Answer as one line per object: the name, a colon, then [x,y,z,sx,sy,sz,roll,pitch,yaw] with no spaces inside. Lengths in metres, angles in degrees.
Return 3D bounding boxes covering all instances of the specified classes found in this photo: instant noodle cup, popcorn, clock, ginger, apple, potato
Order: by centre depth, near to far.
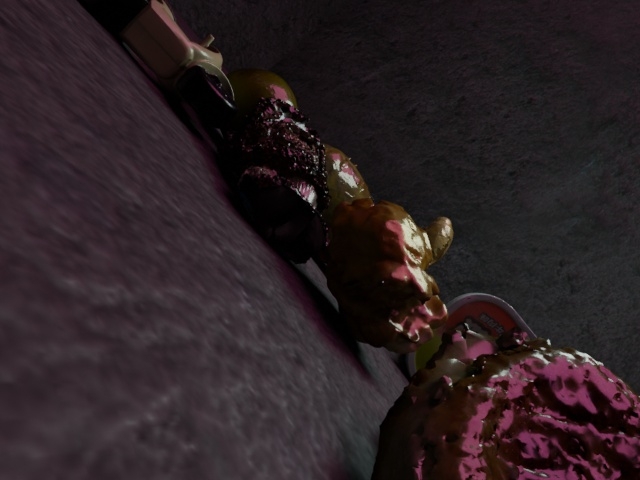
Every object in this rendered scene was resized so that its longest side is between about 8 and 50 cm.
popcorn: [0.092,0.060,0.860,0.191,0.190,0.254,26,44,-41]
clock: [-0.286,-0.370,0.935,0.379,0.120,0.276,49,10,-20]
apple: [-0.128,-0.255,1.082,0.196,0.156,0.197,162,-90,-80]
instant noodle cup: [0.334,0.271,1.232,0.294,0.293,0.308,53,-1,9]
ginger: [0.182,0.105,1.392,0.362,0.349,0.122,1,4,-31]
potato: [0.018,-0.182,1.672,0.266,0.229,0.229,44,9,-39]

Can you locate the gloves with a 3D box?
gloves: [-0.072,-0.117,0.901,0.210,0.135,0.313,29,35,-19]

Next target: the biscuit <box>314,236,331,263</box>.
biscuit: [0.001,-0.001,1.139,0.235,0.063,0.151,45,6,-6]

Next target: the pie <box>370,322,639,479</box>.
pie: [0.198,0.221,0.438,0.288,0.103,0.355,-15,57,-35]
